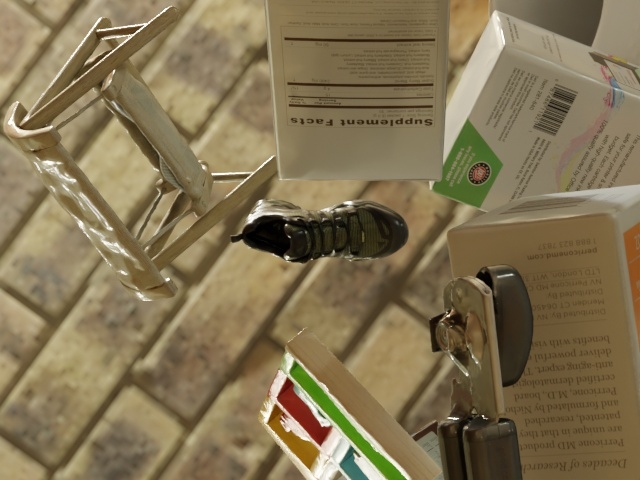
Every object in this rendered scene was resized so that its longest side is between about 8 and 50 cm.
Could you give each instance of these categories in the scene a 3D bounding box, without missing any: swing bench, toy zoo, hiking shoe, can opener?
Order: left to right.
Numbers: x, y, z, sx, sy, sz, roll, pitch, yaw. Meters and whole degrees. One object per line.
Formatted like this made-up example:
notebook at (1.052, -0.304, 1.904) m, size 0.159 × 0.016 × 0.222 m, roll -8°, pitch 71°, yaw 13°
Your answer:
swing bench at (-0.226, -0.102, 1.980) m, size 0.165 × 0.253 × 0.254 m, roll -1°, pitch 41°, yaw 48°
hiking shoe at (0.000, 0.000, 2.164) m, size 0.114 × 0.227 × 0.086 m, roll -52°, pitch -41°, yaw -61°
toy zoo at (0.019, 0.214, 1.691) m, size 0.030 × 0.192 × 0.293 m, roll -39°, pitch -12°, yaw -22°
can opener at (0.150, 0.163, 1.348) m, size 0.095 × 0.283 × 0.076 m, roll -10°, pitch 5°, yaw -26°

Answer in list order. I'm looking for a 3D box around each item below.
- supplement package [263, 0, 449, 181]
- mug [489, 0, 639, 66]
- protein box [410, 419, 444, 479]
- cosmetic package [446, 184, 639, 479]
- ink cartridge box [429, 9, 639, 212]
supplement package at (0.040, -0.216, 1.639) m, size 0.293 × 0.175 × 0.177 m, roll 87°, pitch -176°, yaw -53°
mug at (0.451, -0.293, 2.400) m, size 0.276 × 0.328 × 0.374 m, roll 22°, pitch 108°, yaw 59°
protein box at (0.124, 0.373, 2.034) m, size 0.136 × 0.201 × 0.200 m, roll -24°, pitch -24°, yaw -50°
cosmetic package at (0.256, 0.187, 1.543) m, size 0.161 × 0.453 × 0.230 m, roll -6°, pitch 7°, yaw 24°
ink cartridge box at (0.291, -0.116, 1.929) m, size 0.117 × 0.278 × 0.201 m, roll -89°, pitch 22°, yaw -60°
